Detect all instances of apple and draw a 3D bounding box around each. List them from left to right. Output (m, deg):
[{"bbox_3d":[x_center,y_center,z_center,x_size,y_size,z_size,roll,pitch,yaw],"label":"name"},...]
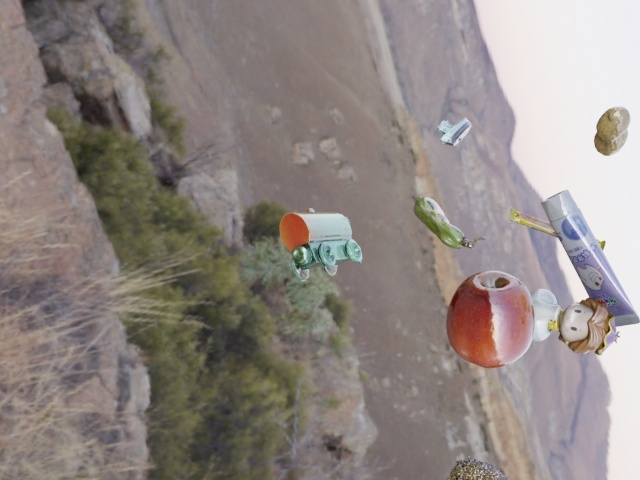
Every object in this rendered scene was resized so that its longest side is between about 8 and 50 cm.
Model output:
[{"bbox_3d":[0.339,0.159,1.506,0.181,0.180,0.169,-73,165,-65],"label":"apple"}]

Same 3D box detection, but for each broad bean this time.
[{"bbox_3d":[0.277,-0.042,1.767,0.325,0.075,0.067,-120,-146,-61],"label":"broad bean"}]

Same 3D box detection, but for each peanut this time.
[{"bbox_3d":[0.779,-0.292,2.005,0.193,0.089,0.089,57,22,-67],"label":"peanut"}]

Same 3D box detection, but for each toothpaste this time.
[{"bbox_3d":[0.678,0.049,1.894,0.371,0.080,0.125,61,-26,0],"label":"toothpaste"}]

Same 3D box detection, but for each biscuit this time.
[{"bbox_3d":[0.696,-0.028,2.219,0.026,0.291,0.048,104,8,-45],"label":"biscuit"}]

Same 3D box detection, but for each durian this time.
[{"bbox_3d":[0.419,0.643,1.949,0.196,0.196,0.167,37,48,-69],"label":"durian"}]

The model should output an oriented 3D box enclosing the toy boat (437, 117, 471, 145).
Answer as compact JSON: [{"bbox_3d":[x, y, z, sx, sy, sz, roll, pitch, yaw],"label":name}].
[{"bbox_3d":[0.336,-0.281,1.923,0.140,0.066,0.059,-42,163,-48],"label":"toy boat"}]

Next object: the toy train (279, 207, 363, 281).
[{"bbox_3d":[0.000,0.000,1.915,0.285,0.116,0.177,-5,71,-61],"label":"toy train"}]

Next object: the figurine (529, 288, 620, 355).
[{"bbox_3d":[0.616,0.204,1.893,0.189,0.263,0.142,35,70,-64],"label":"figurine"}]
